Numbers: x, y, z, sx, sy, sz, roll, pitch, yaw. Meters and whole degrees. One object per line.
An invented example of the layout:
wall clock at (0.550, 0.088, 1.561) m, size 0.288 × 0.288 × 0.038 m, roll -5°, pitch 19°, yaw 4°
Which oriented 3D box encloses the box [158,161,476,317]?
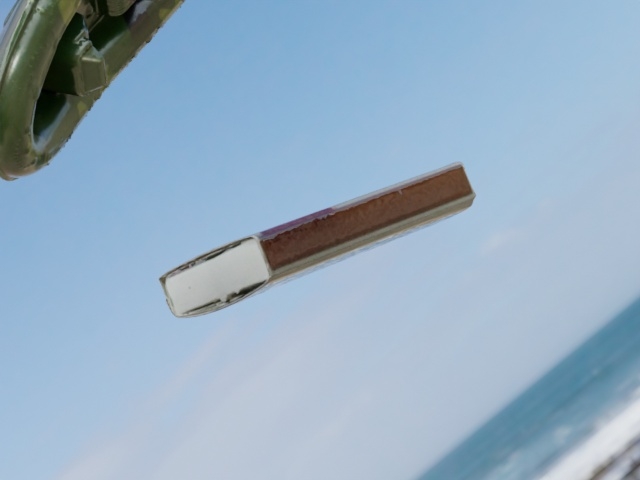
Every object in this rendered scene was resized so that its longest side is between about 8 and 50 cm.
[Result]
box at (0.000, 0.000, 0.932) m, size 0.177 × 0.036 × 0.115 m, roll -21°, pitch -1°, yaw -38°

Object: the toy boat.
toy boat at (-0.103, -0.113, 0.706) m, size 0.210 × 0.052 × 0.104 m, roll -56°, pitch -13°, yaw -31°
